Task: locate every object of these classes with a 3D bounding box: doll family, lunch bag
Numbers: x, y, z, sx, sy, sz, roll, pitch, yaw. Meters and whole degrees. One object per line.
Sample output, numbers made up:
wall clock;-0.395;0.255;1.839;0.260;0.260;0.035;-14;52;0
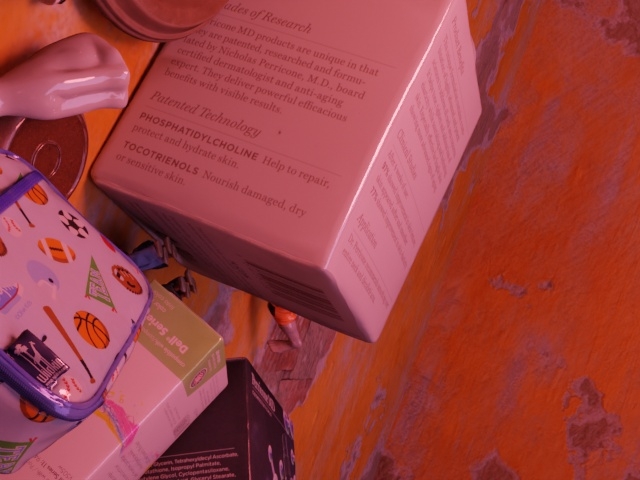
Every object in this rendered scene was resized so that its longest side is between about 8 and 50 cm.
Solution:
doll family;-0.235;0.050;1.181;0.193;0.111;0.076;71;7;-50
lunch bag;-0.277;0.042;0.794;0.115;0.243;0.303;-39;-168;13

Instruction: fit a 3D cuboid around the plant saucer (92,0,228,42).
plant saucer;-0.159;-0.354;1.006;0.278;0.041;0.278;-30;127;-49

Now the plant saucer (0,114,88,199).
plant saucer;-0.299;-0.088;0.979;0.168;0.029;0.168;-49;150;-42

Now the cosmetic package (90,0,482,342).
cosmetic package;-0.017;-0.132;1.217;0.393;0.327;0.329;-64;158;-15

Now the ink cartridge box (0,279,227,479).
ink cartridge box;-0.272;0.234;1.087;0.353;0.119;0.207;-46;167;-21

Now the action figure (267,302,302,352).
action figure;0.000;0.000;1.598;0.341;0.178;0.330;-53;163;-33

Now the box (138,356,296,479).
box;-0.157;0.406;1.284;0.293;0.212;0.395;67;15;-60

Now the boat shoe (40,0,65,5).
boat shoe;-0.250;-0.291;0.894;0.038;0.046;0.125;-39;146;-53

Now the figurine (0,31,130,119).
figurine;-0.279;-0.184;0.831;0.209;0.092;0.215;-25;143;-38
